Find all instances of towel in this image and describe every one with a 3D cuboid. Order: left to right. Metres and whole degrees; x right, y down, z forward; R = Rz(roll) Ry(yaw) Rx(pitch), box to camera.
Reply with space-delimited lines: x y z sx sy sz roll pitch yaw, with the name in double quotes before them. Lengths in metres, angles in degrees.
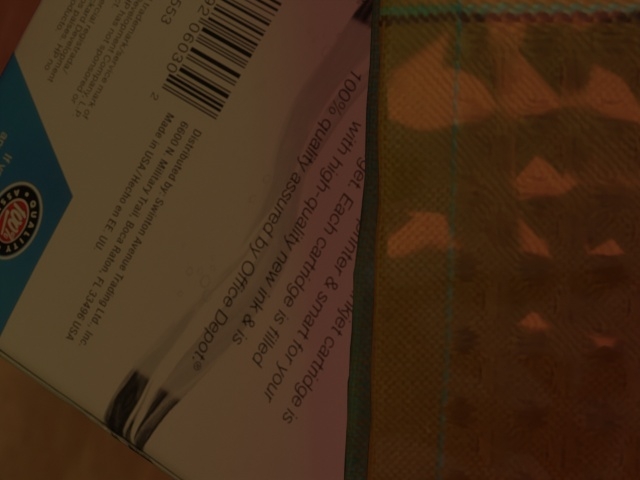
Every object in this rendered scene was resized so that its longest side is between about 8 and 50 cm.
"towel" 0.136 0.049 0.346 0.271 0.040 0.370 4 99 15

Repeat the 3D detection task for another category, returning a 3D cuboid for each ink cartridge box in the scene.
"ink cartridge box" 0.000 0.000 0.471 0.191 0.082 0.139 31 95 24
